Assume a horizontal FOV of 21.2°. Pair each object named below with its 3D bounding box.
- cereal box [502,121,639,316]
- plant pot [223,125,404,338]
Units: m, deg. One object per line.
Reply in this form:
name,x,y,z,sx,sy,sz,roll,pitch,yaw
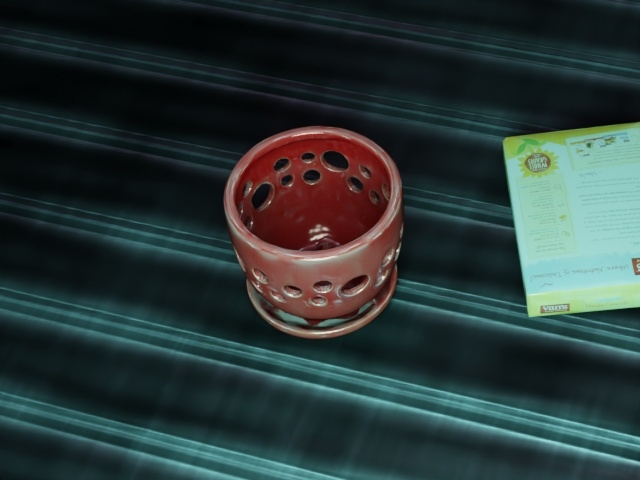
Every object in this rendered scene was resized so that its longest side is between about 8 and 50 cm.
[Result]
cereal box,0.302,-0.026,1.914,0.173,0.047,0.240,-5,50,4
plant pot,0.000,0.000,1.850,0.191,0.174,0.191,-4,49,5
